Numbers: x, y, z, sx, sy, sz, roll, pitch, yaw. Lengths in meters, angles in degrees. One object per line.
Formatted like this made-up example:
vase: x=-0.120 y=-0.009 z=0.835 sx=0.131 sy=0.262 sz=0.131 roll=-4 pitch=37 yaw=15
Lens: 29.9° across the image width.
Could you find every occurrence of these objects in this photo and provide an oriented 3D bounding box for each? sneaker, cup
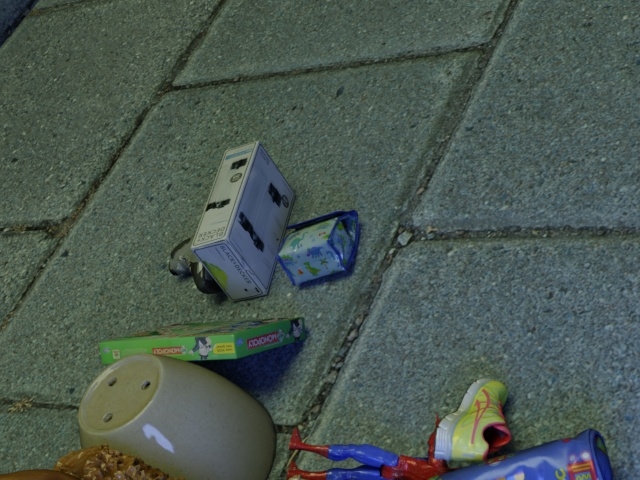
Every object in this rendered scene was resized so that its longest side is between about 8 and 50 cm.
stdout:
sneaker: x=0.247 y=0.277 z=1.790 sx=0.094 sy=0.081 sz=0.208 roll=11 pitch=28 yaw=26
cup: x=-0.277 y=0.328 z=2.039 sx=0.331 sy=0.237 sz=0.331 roll=-22 pitch=38 yaw=18
sneaker: x=-0.258 y=0.057 z=2.474 sx=0.132 sy=0.086 sz=0.228 roll=-27 pitch=26 yaw=19

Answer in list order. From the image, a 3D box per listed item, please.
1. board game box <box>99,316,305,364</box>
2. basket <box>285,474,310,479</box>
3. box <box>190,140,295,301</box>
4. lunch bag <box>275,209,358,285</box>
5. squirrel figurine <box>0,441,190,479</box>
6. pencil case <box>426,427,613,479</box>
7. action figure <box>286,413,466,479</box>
board game box: x=-0.217 y=0.184 z=2.206 sx=0.317 sy=0.046 sz=0.213 roll=-6 pitch=3 yaw=34
basket: x=0.012 y=0.497 z=1.577 sx=0.213 sy=0.223 sz=0.299 roll=-42 pitch=53 yaw=-10
box: x=-0.151 y=-0.041 z=2.415 sx=0.087 sy=0.169 sz=0.290 roll=-14 pitch=42 yaw=27
lunch bag: x=0.000 y=0.000 z=2.321 sx=0.129 sy=0.096 sz=0.151 roll=-16 pitch=25 yaw=28
squirrel figurine: x=-0.297 y=0.434 z=1.725 sx=0.370 sy=0.281 sz=0.397 roll=-7 pitch=18 yaw=34
pencil case: x=0.268 y=0.363 z=1.670 sx=0.306 sy=0.133 sz=0.119 roll=-20 pitch=-6 yaw=18
action figure: x=0.100 y=0.327 z=1.837 sx=0.280 sy=0.091 sz=0.139 roll=8 pitch=22 yaw=8
